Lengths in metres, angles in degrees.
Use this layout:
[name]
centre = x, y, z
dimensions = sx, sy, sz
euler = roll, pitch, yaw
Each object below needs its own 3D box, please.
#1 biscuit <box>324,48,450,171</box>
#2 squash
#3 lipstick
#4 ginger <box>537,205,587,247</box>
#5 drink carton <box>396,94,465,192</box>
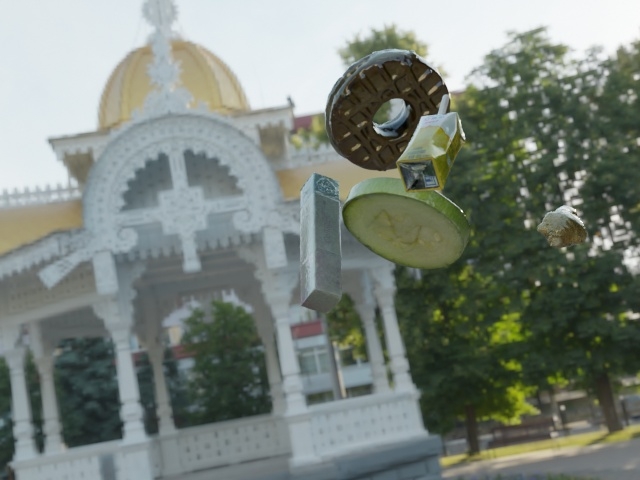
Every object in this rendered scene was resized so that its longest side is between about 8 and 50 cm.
[biscuit]
centre = 0.168, -0.319, 2.346
dimensions = 0.332, 0.103, 0.332
euler = -10, -50, -12
[squash]
centre = 0.168, -0.028, 1.816
dimensions = 0.252, 0.048, 0.252
euler = 19, -30, 12
[lipstick]
centre = 0.000, 0.000, 1.932
dimensions = 0.066, 0.317, 0.068
euler = 19, -45, -21
[ginger]
centre = 0.526, -0.031, 1.991
dimensions = 0.096, 0.067, 0.165
euler = 27, 32, 21
[drink carton]
centre = 0.186, -0.158, 1.517
dimensions = 0.084, 0.074, 0.200
euler = -6, 33, 30
